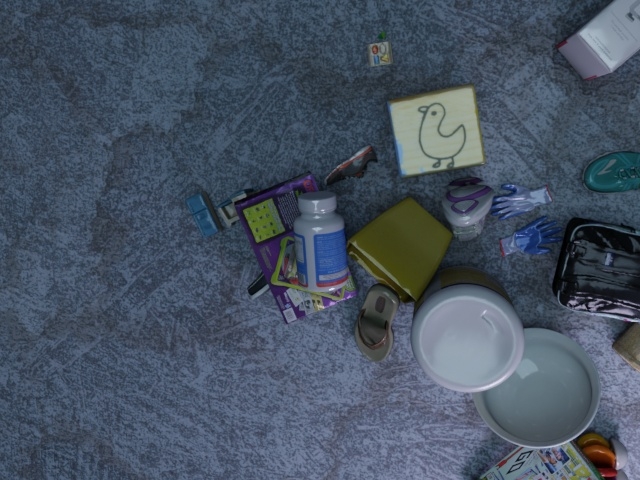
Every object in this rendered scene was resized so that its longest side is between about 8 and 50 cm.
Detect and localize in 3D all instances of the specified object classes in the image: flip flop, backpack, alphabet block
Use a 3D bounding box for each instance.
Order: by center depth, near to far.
[{"bbox_3d":[0.691,0.069,1.397,0.254,0.191,0.225,12,103,16],"label":"backpack"},{"bbox_3d":[0.277,-0.257,1.429,0.197,0.193,0.192,-10,98,12],"label":"alphabet block"},{"bbox_3d":[0.140,0.225,1.536,0.112,0.080,0.277,21,136,12],"label":"flip flop"}]

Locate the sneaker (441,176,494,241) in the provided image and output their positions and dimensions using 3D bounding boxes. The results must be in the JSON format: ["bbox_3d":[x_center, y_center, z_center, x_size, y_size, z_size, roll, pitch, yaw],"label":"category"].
[{"bbox_3d":[0.351,-0.059,1.389,0.114,0.305,0.152,-5,102,17],"label":"sneaker"}]

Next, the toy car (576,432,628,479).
[{"bbox_3d":[0.695,0.588,1.500,0.159,0.136,0.181,-4,97,11],"label":"toy car"}]

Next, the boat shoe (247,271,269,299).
[{"bbox_3d":[-0.091,0.035,1.590,0.302,0.114,0.091,-41,90,2],"label":"boat shoe"}]

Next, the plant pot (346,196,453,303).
[{"bbox_3d":[0.202,0.015,1.480,0.212,0.212,0.187,41,84,5],"label":"plant pot"}]

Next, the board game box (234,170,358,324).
[{"bbox_3d":[-0.057,0.023,1.503,0.208,0.056,0.346,-21,109,0],"label":"board game box"}]

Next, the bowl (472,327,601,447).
[{"bbox_3d":[0.537,0.376,1.472,0.298,0.134,0.297,-16,53,22],"label":"bowl"}]

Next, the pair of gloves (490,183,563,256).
[{"bbox_3d":[0.514,-0.054,1.500,0.159,0.023,0.198,-16,96,13],"label":"pair of gloves"}]

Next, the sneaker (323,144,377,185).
[{"bbox_3d":[0.080,-0.181,1.548,0.158,0.061,0.064,-35,97,14],"label":"sneaker"}]

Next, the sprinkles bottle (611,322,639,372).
[{"bbox_3d":[0.860,0.164,1.414,0.121,0.121,0.355,38,103,3],"label":"sprinkles bottle"}]

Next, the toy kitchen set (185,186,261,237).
[{"bbox_3d":[-0.264,-0.093,1.570,0.207,0.166,0.122,-24,93,13],"label":"toy kitchen set"}]

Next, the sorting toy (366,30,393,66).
[{"bbox_3d":[0.149,-0.487,1.511,0.062,0.012,0.083,-7,97,12],"label":"sorting toy"}]

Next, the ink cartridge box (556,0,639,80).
[{"bbox_3d":[0.688,-0.496,1.306,0.283,0.207,0.117,-41,91,13],"label":"ink cartridge box"}]

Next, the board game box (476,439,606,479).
[{"bbox_3d":[0.545,0.634,1.501,0.317,0.046,0.213,-50,49,22],"label":"board game box"}]

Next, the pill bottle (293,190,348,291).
[{"bbox_3d":[0.000,0.000,1.418,0.124,0.124,0.221,0,108,11],"label":"pill bottle"}]

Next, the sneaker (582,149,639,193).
[{"bbox_3d":[0.761,-0.163,1.391,0.276,0.110,0.106,-4,98,12],"label":"sneaker"}]

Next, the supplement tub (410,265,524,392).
[{"bbox_3d":[0.339,0.191,1.411,0.241,0.331,0.240,2,99,11],"label":"supplement tub"}]
